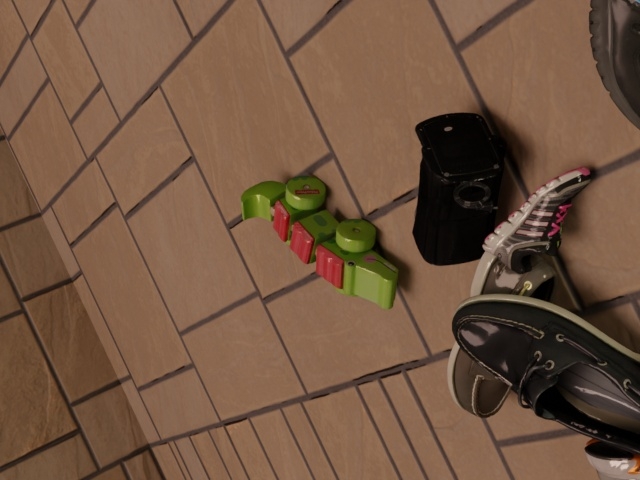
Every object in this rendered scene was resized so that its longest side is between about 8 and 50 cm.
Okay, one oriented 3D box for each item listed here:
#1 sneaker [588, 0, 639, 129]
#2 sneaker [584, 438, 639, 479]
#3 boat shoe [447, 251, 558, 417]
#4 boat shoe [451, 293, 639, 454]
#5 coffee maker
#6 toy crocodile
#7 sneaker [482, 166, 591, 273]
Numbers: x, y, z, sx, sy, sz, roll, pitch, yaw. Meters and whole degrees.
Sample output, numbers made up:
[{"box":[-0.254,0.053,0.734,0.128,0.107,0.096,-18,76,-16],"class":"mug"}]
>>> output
[{"box":[0.349,-0.261,1.105,0.139,0.125,0.341,8,119,48],"class":"sneaker"},{"box":[0.452,0.317,1.381,0.262,0.099,0.121,14,130,60],"class":"sneaker"},{"box":[0.252,0.138,1.525,0.091,0.109,0.305,42,138,40],"class":"boat shoe"},{"box":[0.304,0.177,1.374,0.340,0.113,0.127,28,131,17],"class":"boat shoe"},{"box":[0.175,-0.049,1.459,0.120,0.171,0.178,7,139,9],"class":"coffee maker"},{"box":[0.000,0.000,1.805,0.340,0.105,0.115,41,141,33],"class":"toy crocodile"},{"box":[0.284,-0.021,1.386,0.170,0.063,0.075,-46,74,27],"class":"sneaker"}]
